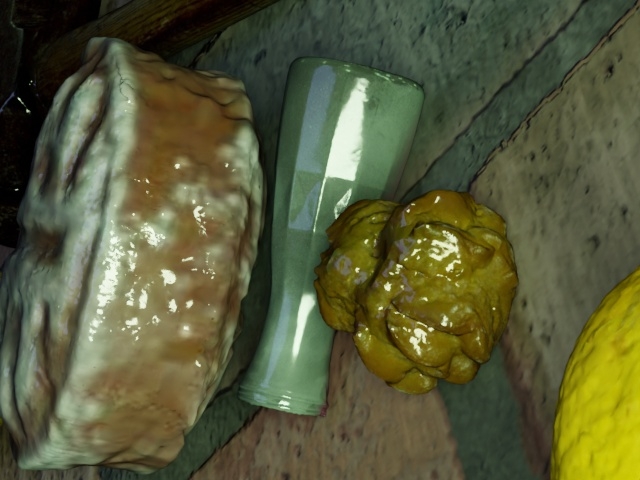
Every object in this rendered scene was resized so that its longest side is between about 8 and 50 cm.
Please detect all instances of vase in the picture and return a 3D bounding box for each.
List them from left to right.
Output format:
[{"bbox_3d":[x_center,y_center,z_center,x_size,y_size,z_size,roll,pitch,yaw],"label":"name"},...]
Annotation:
[{"bbox_3d":[0.000,0.000,1.193,0.086,0.086,0.214,9,86,57],"label":"vase"}]

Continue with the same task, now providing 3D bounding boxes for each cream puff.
[{"bbox_3d":[0.051,0.023,1.086,0.116,0.094,0.122,-59,29,13],"label":"cream puff"}]

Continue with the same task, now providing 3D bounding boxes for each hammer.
[{"bbox_3d":[-0.141,-0.161,1.483,0.409,0.095,0.242,-25,53,46],"label":"hammer"}]

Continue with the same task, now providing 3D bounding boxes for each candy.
[{"bbox_3d":[-0.126,0.016,1.298,0.214,0.157,0.290,-174,95,-72],"label":"candy"}]

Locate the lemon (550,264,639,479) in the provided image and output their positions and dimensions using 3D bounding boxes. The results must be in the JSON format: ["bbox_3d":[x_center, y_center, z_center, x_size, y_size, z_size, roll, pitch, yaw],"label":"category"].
[{"bbox_3d":[0.182,0.098,0.760,0.188,0.188,0.257,-32,52,44],"label":"lemon"}]

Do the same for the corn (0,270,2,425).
[{"bbox_3d":[-0.296,0.131,1.551,0.292,0.101,0.101,-49,38,23],"label":"corn"}]
